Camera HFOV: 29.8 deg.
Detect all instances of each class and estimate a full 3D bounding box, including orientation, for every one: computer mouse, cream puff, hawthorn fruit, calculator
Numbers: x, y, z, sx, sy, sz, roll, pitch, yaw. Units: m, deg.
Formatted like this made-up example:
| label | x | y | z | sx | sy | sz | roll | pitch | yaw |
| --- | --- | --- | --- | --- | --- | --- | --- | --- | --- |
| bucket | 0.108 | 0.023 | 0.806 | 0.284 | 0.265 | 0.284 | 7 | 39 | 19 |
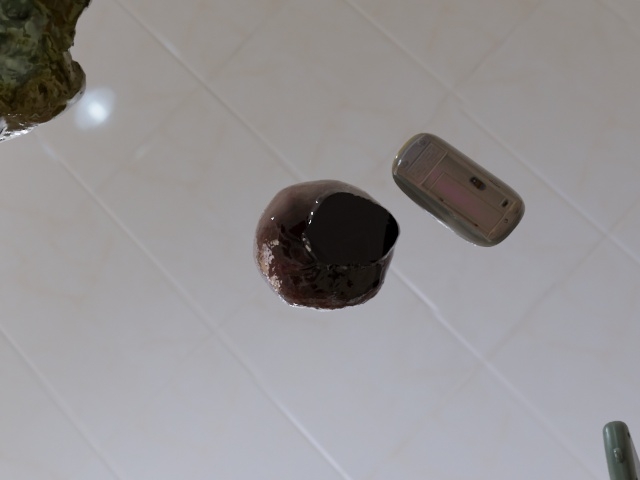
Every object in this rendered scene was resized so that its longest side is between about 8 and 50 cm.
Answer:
| label | x | y | z | sx | sy | sz | roll | pitch | yaw |
| --- | --- | --- | --- | --- | --- | --- | --- | --- | --- |
| computer mouse | 0.193 | -0.072 | 1.697 | 0.102 | 0.199 | 0.045 | -51 | -16 | -10 |
| cream puff | -0.452 | -0.257 | 1.409 | 0.323 | 0.274 | 0.270 | 25 | -86 | -45 |
| hawthorn fruit | 0.000 | 0.000 | 1.799 | 0.215 | 0.215 | 0.250 | -47 | 17 | 5 |
| calculator | 0.490 | 0.384 | 1.913 | 0.045 | 0.141 | 0.246 | -12 | -35 | 15 |
